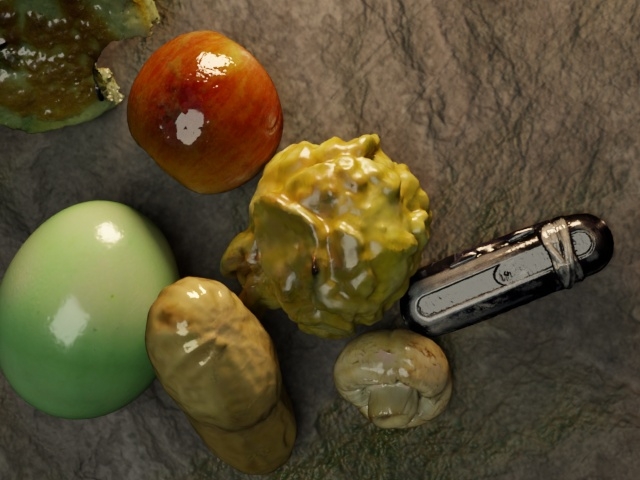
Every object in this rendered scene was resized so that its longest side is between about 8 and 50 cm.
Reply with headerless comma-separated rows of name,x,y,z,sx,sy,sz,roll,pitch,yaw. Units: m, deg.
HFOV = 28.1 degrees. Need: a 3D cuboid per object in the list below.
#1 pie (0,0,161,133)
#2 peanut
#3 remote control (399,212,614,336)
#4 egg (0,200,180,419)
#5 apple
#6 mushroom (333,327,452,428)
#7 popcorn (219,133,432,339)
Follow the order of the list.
pie,-0.351,-0.258,1.527,0.302,0.067,0.302,-2,129,-2
peanut,-0.107,0.172,1.503,0.147,0.147,0.319,-8,134,15
remote control,0.215,0.042,1.500,0.266,0.066,0.090,-22,97,16
egg,-0.279,0.084,1.548,0.220,0.220,0.269,25,96,9
apple,-0.138,-0.154,1.526,0.195,0.160,0.173,41,83,8
mushroom,0.087,0.166,1.519,0.148,0.148,0.112,-6,57,14
popcorn,0.000,0.000,1.482,0.266,0.192,0.233,-29,89,15
